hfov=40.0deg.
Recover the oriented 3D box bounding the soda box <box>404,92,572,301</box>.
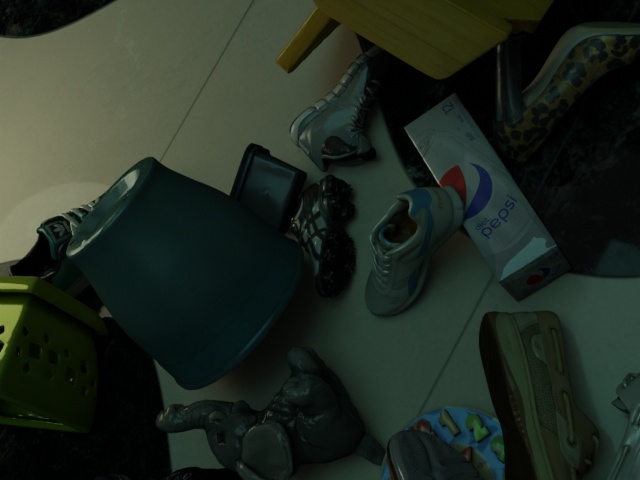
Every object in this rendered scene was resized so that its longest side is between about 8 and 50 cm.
[{"bbox_3d":[0.228,-0.063,1.217,0.091,0.098,0.286,-34,59,13],"label":"soda box"}]

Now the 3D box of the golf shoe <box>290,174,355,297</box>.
[{"bbox_3d":[0.000,0.000,1.337,0.093,0.077,0.198,-15,57,34],"label":"golf shoe"}]

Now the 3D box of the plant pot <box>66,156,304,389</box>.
[{"bbox_3d":[-0.208,0.030,1.254,0.271,0.255,0.272,-40,24,21],"label":"plant pot"}]

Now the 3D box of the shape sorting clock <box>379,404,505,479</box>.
[{"bbox_3d":[0.171,0.315,1.130,0.206,0.040,0.206,-11,66,25],"label":"shape sorting clock"}]

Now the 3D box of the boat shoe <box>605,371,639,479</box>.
[{"bbox_3d":[0.389,0.195,1.034,0.088,0.096,0.268,13,85,27],"label":"boat shoe"}]

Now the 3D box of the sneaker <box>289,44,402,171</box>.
[{"bbox_3d":[0.068,-0.193,1.373,0.228,0.086,0.132,-43,64,16],"label":"sneaker"}]

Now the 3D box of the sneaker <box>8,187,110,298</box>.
[{"bbox_3d":[-0.408,-0.010,1.523,0.302,0.121,0.108,-45,57,5],"label":"sneaker"}]

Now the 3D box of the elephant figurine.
[{"bbox_3d":[-0.073,0.270,1.215,0.239,0.169,0.186,-37,42,4],"label":"elephant figurine"}]

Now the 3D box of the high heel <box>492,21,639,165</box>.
[{"bbox_3d":[0.368,-0.205,1.233,0.261,0.186,0.093,-6,21,-2],"label":"high heel"}]

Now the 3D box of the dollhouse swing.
[{"bbox_3d":[0.153,-0.340,1.301,0.315,0.305,0.347,32,50,6],"label":"dollhouse swing"}]

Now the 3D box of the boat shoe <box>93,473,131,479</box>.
[{"bbox_3d":[-0.343,0.457,1.335,0.075,0.065,0.206,2,72,29],"label":"boat shoe"}]

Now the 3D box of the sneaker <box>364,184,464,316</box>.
[{"bbox_3d":[0.105,0.015,1.212,0.087,0.092,0.229,58,137,37],"label":"sneaker"}]

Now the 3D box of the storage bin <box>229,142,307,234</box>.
[{"bbox_3d":[-0.082,-0.073,1.393,0.091,0.098,0.135,22,96,15],"label":"storage bin"}]

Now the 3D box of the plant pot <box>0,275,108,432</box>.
[{"bbox_3d":[-0.497,0.181,1.441,0.227,0.228,0.207,-2,62,28],"label":"plant pot"}]

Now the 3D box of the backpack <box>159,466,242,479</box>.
[{"bbox_3d":[-0.152,0.413,1.218,0.115,0.152,0.182,-37,60,30],"label":"backpack"}]

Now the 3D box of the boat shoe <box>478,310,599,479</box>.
[{"bbox_3d":[0.280,0.237,1.051,0.110,0.122,0.341,-5,63,-7],"label":"boat shoe"}]

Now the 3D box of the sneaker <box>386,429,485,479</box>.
[{"bbox_3d":[0.145,0.391,1.037,0.321,0.124,0.180,58,132,38],"label":"sneaker"}]
